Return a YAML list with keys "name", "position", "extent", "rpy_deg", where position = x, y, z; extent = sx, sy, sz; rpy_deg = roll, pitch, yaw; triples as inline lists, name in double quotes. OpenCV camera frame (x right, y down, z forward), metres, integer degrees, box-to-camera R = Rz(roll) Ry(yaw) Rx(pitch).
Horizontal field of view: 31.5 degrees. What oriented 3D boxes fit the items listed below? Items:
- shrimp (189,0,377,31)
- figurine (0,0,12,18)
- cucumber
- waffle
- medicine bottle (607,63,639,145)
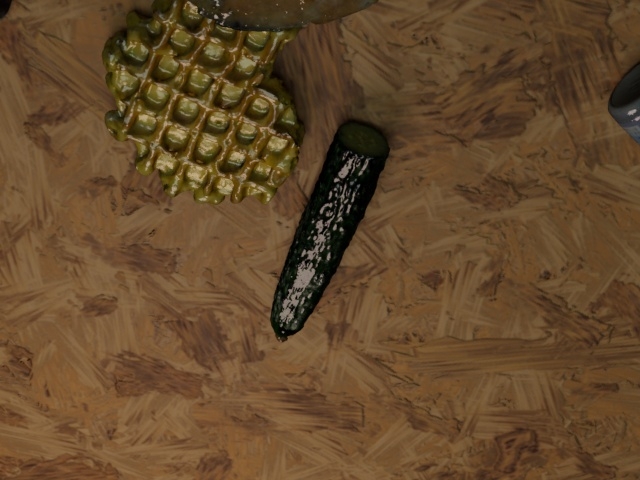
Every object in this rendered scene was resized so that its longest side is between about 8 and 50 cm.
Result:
- name: "shrimp"
  position: [-0.093, -0.354, 1.027]
  extent: [0.445, 0.085, 0.272]
  rpy_deg: [31, 115, -30]
- name: "figurine"
  position: [-0.370, -0.269, 1.184]
  extent: [0.106, 0.047, 0.060]
  rpy_deg: [19, 87, 3]
- name: "cucumber"
  position: [0.000, 0.000, 1.293]
  extent: [0.067, 0.067, 0.294]
  rpy_deg: [20, 124, -6]
- name: "waffle"
  position: [-0.110, -0.149, 1.217]
  extent: [0.249, 0.056, 0.253]
  rpy_deg: [-26, 113, 22]
- name: "medicine bottle"
  position: [0.389, -0.096, 1.171]
  extent: [0.203, 0.083, 0.083]
  rpy_deg: [40, 118, -19]
